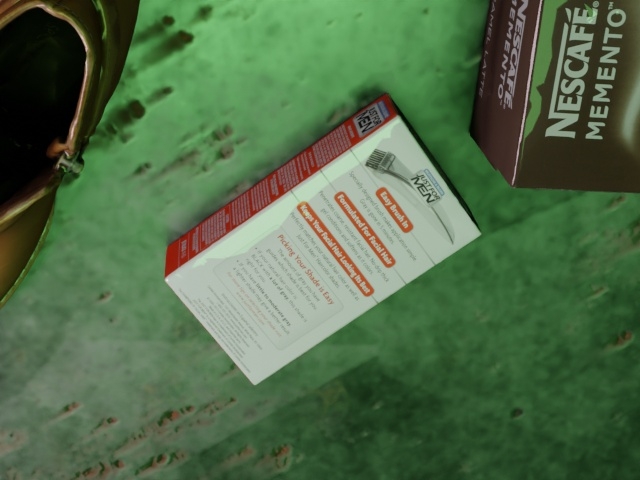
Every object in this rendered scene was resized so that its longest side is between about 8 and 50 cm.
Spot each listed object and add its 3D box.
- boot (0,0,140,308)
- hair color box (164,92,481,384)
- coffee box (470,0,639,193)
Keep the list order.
[{"bbox_3d":[-0.169,-0.025,0.606,0.109,0.220,0.283,30,107,-18],"label":"boot"},{"bbox_3d":[0.000,0.000,0.731,0.167,0.053,0.093,-34,112,10],"label":"hair color box"},{"bbox_3d":[0.222,-0.101,0.688,0.246,0.098,0.141,2,113,-8],"label":"coffee box"}]
